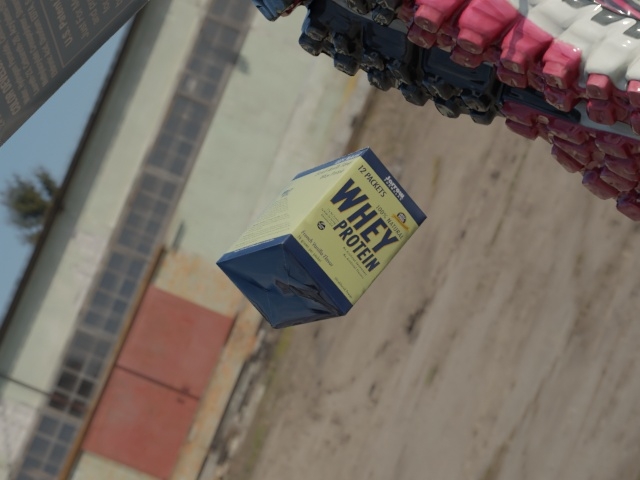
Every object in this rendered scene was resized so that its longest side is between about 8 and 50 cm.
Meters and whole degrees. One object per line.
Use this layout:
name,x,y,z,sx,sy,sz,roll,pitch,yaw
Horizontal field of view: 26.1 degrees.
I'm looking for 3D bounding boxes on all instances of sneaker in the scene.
sneaker,0.114,-0.085,0.497,0.112,0.299,0.121,-58,-11,-12

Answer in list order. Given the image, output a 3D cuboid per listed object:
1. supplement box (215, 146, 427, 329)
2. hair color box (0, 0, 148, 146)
supplement box,0.000,0.000,0.800,0.083,0.056,0.083,-49,17,-28
hair color box,-0.220,-0.082,0.499,0.374,0.185,0.113,-48,-16,-17
